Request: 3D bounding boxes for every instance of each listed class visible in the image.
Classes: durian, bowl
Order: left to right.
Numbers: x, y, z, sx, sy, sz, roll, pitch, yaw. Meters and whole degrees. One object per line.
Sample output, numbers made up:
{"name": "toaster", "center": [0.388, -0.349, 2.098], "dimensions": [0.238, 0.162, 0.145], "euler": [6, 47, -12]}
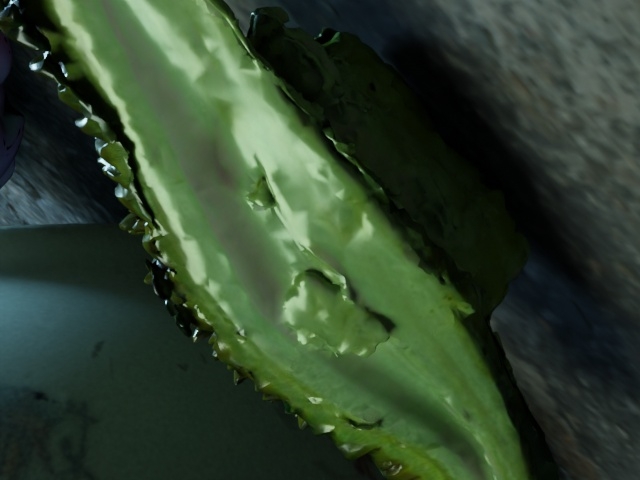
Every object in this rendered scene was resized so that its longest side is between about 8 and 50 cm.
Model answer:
{"name": "bowl", "center": [-0.138, 0.099, 0.872], "dimensions": [0.435, 0.434, 0.196], "euler": [160, 107, -67]}
{"name": "durian", "center": [-0.003, 0.005, 0.641], "dimensions": [0.375, 0.132, 0.107], "euler": [50, -159, -27]}

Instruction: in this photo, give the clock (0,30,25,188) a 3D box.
{"name": "clock", "center": [-0.246, -0.104, 0.907], "dimensions": [0.227, 0.090, 0.248], "euler": [42, 158, -3]}
